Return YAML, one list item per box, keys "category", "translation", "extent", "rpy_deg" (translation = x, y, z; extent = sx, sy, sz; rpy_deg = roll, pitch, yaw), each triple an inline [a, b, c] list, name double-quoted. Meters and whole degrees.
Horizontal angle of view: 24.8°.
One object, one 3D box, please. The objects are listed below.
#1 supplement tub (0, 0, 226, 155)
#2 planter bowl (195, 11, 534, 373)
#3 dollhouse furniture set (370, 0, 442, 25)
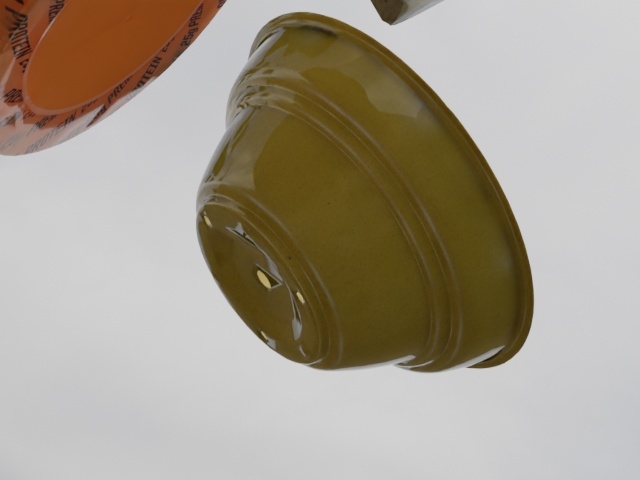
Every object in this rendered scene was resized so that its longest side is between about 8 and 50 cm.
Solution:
- category: "supplement tub"
  translation: [-0.181, -0.195, 0.589]
  extent: [0.316, 0.193, 0.193]
  rpy_deg: [47, -28, 10]
- category: "planter bowl"
  translation: [0.000, 0.000, 0.744]
  extent: [0.217, 0.090, 0.217]
  rpy_deg: [40, -28, 27]
- category: "dollhouse furniture set"
  translation: [0.059, -0.161, 0.257]
  extent: [0.262, 0.259, 0.135]
  rpy_deg: [-35, -91, 44]
